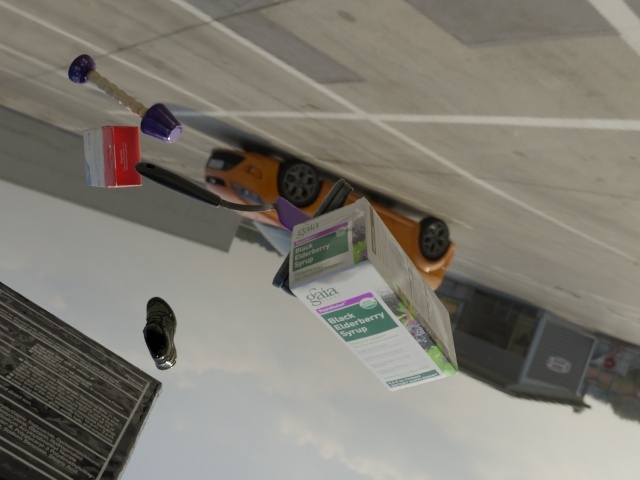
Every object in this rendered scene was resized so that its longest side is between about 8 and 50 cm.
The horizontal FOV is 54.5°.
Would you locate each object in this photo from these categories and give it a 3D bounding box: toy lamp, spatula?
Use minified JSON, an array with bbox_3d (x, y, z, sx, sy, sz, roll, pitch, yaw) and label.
[{"bbox_3d":[-0.417,-0.302,1.338,0.275,0.080,0.080,34,-179,8],"label":"toy lamp"},{"bbox_3d":[-0.119,-0.054,0.888,0.297,0.030,0.084,17,-150,-19],"label":"spatula"}]

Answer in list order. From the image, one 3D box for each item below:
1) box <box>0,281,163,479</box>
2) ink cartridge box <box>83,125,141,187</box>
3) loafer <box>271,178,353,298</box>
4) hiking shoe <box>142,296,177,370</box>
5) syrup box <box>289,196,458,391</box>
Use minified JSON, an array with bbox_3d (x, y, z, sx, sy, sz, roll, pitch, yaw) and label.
[{"bbox_3d":[-0.346,0.188,0.608,0.296,0.182,0.294,35,-173,-8],"label":"box"},{"bbox_3d":[-0.466,-0.189,1.403,0.078,0.134,0.231,-7,-170,-34],"label":"ink cartridge box"},{"bbox_3d":[0.000,0.000,1.307,0.084,0.267,0.096,33,180,-3],"label":"loafer"},{"bbox_3d":[-0.459,0.249,1.771,0.086,0.226,0.114,-16,150,-6],"label":"hiking shoe"},{"bbox_3d":[0.065,0.070,0.705,0.093,0.096,0.237,-22,133,22],"label":"syrup box"}]
